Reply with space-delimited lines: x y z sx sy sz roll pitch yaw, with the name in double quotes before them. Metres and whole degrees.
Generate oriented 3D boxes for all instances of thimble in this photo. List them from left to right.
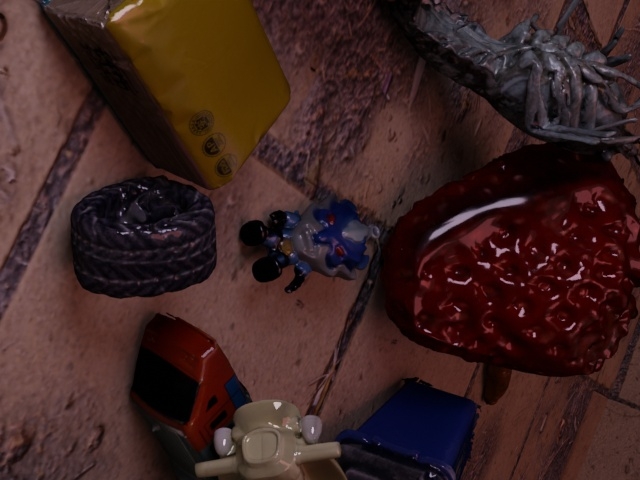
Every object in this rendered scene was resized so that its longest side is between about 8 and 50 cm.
"thimble" -0.129 -0.001 0.584 0.104 0.095 0.066 -37 138 -53

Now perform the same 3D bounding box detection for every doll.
"doll" 0.000 0.000 0.806 0.195 0.070 0.095 -10 84 -50

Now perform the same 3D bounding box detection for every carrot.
"carrot" 0.329 0.204 1.407 0.059 0.059 0.247 -27 131 -47

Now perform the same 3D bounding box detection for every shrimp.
"shrimp" 0.243 -0.196 0.872 0.166 0.411 0.221 124 -23 -46

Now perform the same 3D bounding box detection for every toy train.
"toy train" -0.090 0.232 0.776 0.089 0.086 0.409 -47 141 -28

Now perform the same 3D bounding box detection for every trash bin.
"trash bin" 0.110 0.295 1.048 0.234 0.184 0.162 -35 135 -58

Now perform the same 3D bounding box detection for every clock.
"clock" -0.023 0.292 0.615 0.379 0.120 0.276 -90 168 -67

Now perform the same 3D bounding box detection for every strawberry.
"strawberry" 0.229 0.033 1.016 0.345 0.295 0.317 -3 121 -18

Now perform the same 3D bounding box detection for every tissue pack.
"tissue pack" -0.099 -0.136 0.568 0.120 0.082 0.169 -56 144 -23
